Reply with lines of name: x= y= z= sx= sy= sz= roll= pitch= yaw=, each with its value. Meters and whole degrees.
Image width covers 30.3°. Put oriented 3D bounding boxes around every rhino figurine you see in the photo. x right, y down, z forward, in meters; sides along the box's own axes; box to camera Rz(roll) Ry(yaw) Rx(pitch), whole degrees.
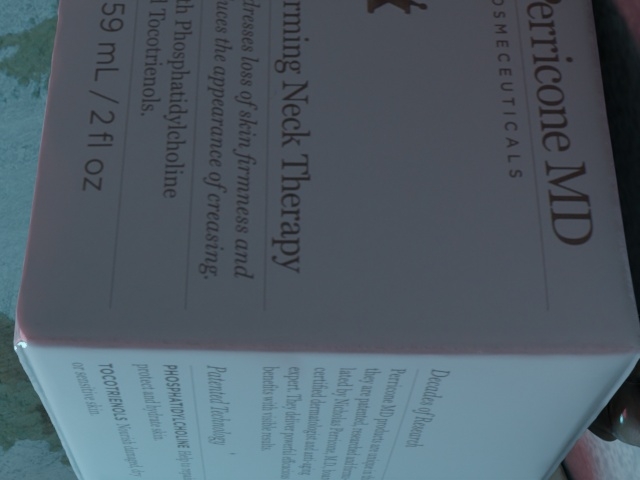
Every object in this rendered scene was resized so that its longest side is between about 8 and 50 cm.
rhino figurine: x=0.236 y=0.117 z=0.990 sx=0.243 sy=0.073 sz=0.106 roll=156 pitch=100 yaw=-80

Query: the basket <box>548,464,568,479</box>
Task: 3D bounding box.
basket: x=0.077 y=0.264 z=1.348 sx=0.266 sy=0.328 sz=0.331 roll=101 pitch=151 yaw=-59

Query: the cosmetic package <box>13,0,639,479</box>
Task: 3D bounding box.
cosmetic package: x=0.000 y=0.000 z=0.935 sx=0.327 sy=0.394 sz=0.329 roll=95 pitch=175 yaw=-61
